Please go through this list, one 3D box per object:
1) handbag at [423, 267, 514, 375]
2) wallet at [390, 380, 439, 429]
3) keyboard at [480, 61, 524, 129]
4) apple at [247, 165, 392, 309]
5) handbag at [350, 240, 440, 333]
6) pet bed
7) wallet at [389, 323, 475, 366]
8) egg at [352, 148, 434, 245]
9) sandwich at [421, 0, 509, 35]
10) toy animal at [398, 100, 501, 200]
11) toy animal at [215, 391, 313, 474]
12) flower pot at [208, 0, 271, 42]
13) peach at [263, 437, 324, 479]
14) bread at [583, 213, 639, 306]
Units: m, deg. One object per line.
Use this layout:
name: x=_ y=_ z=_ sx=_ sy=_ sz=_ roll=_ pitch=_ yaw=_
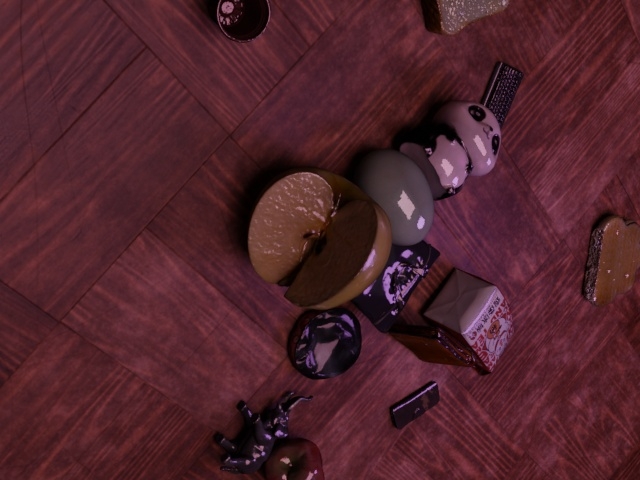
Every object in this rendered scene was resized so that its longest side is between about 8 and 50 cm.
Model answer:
handbag: x=0.420 y=0.227 z=2.174 sx=0.171 sy=0.151 sz=0.298 roll=-52 pitch=131 yaw=-12
wallet: x=0.256 y=0.445 z=2.235 sx=0.156 sy=0.018 sz=0.082 roll=-26 pitch=121 yaw=-24
keyboard: x=0.427 y=-0.317 z=2.035 sx=0.093 sy=0.025 sz=0.230 roll=15 pitch=100 yaw=-34
apple: x=0.002 y=-0.006 z=1.738 sx=0.258 sy=0.295 sz=0.233 roll=-62 pitch=167 yaw=16
handbag: x=0.159 y=0.071 z=1.974 sx=0.211 sy=0.088 sz=0.254 roll=40 pitch=79 yaw=-29
pet bed: x=0.014 y=0.243 z=1.970 sx=0.201 sy=0.053 sz=0.201 roll=-14 pitch=116 yaw=-30
wallet: x=0.283 y=0.265 z=2.092 sx=0.195 sy=0.161 sz=0.042 roll=38 pitch=65 yaw=-39
egg: x=0.164 y=-0.095 z=1.850 sx=0.168 sy=0.168 sz=0.231 roll=-32 pitch=101 yaw=-19
sandwich: x=0.318 y=-0.569 z=1.835 sx=0.214 sy=0.065 sz=0.186 roll=-27 pitch=122 yaw=-22
toy animal: x=0.308 y=-0.218 z=1.906 sx=0.235 sy=0.165 sz=0.187 roll=-35 pitch=107 yaw=-14
toy animal: x=-0.137 y=0.433 z=1.932 sx=0.269 sy=0.082 sz=0.137 roll=-48 pitch=130 yaw=-13
flower pot: x=-0.162 y=-0.431 z=1.557 sx=0.111 sy=0.089 sz=0.111 roll=-12 pitch=115 yaw=-28
peach: x=-0.056 y=0.563 z=2.005 sx=0.152 sy=0.152 sz=0.152 roll=-13 pitch=115 yaw=-29
bread: x=0.877 y=0.056 z=2.463 sx=0.207 sy=0.056 sz=0.287 roll=-5 pitch=111 yaw=-29
